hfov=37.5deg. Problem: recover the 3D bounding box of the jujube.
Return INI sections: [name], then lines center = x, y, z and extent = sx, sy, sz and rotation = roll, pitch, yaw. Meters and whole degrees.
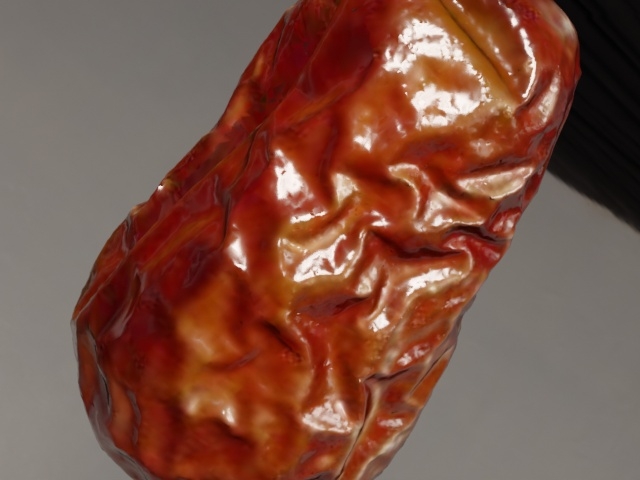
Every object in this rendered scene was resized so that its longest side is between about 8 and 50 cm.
[jujube]
center = 0.000, 0.000, 0.515
extent = 0.342, 0.216, 0.216
rotation = -55, 13, 19
